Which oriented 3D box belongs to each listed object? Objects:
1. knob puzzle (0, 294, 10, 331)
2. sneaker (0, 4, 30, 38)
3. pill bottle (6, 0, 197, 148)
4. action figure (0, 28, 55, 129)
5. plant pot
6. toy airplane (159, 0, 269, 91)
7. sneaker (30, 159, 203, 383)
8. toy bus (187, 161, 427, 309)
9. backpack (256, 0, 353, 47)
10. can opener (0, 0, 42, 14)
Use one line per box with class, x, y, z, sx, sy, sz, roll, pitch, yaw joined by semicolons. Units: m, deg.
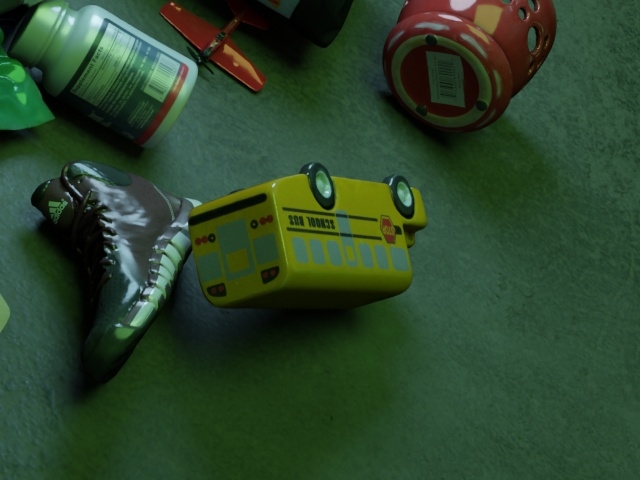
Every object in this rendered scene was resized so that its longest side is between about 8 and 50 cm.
knob puzzle;-0.372;0.055;1.598;0.213;0.030;0.213;23;43;-23
sneaker;-0.319;-0.300;1.910;0.081;0.090;0.232;35;40;-11
pill bottle;-0.230;-0.183;1.870;0.180;0.108;0.108;30;41;-17
action figure;-0.374;-0.132;1.736;0.137;0.063;0.232;49;35;3
plant pot;0.176;-0.242;2.213;0.191;0.191;0.174;41;47;-4
toy airplane;-0.109;-0.241;2.088;0.151;0.028;0.151;22;43;-23
sneaker;-0.220;0.017;1.721;0.162;0.106;0.281;32;30;-6
toy bus;0.000;0.000;1.848;0.333;0.108;0.130;5;70;-60
backpack;-0.098;-0.435;2.117;0.356;0.273;0.290;20;51;3
can opener;-0.341;-0.253;1.790;0.283;0.095;0.076;-31;101;-32
